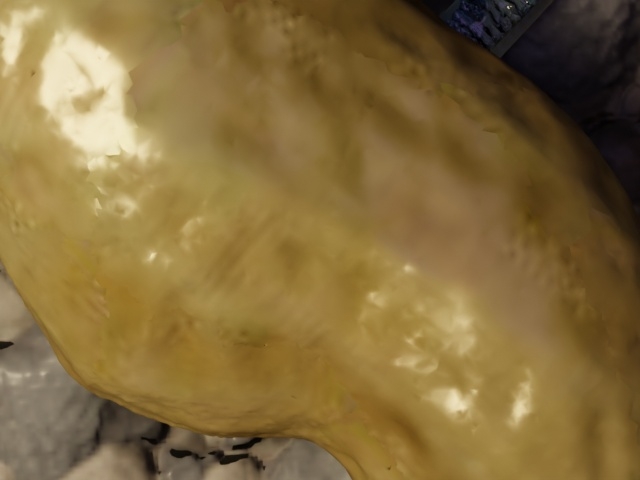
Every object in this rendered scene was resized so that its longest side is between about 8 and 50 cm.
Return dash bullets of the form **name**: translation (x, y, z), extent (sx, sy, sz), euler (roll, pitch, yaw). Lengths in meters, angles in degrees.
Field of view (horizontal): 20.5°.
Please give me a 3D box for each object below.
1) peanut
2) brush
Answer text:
- **peanut**: translation (0.000, 0.000, 0.667), extent (0.387, 0.169, 0.192), euler (38, 77, -3)
- **brush**: translation (0.109, -0.138, 0.799), extent (0.033, 0.030, 0.178), euler (40, 72, 9)
